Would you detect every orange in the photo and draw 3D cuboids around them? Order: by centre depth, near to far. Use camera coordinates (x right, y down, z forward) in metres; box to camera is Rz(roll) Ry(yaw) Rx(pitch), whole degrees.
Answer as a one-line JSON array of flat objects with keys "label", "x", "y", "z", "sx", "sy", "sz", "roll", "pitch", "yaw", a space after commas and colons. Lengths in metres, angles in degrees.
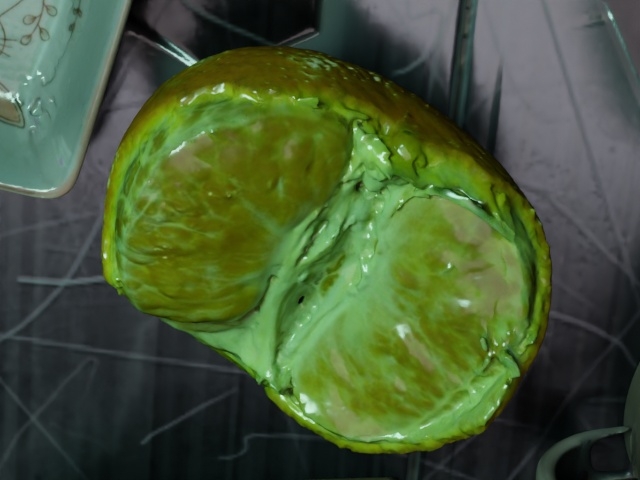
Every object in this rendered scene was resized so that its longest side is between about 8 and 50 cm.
[{"label": "orange", "x": 0.002, "y": -0.001, "z": 0.826, "sx": 0.237, "sy": 0.158, "sz": 0.179, "roll": 29, "pitch": 110, "yaw": -8}]

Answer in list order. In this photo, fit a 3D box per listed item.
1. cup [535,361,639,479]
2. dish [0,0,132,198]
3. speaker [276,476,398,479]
[{"label": "cup", "x": 0.247, "y": 0.139, "z": 0.851, "sx": 0.253, "sy": 0.200, "sz": 0.191, "roll": -6, "pitch": 109, "yaw": 3}, {"label": "dish", "x": -0.171, "y": -0.152, "z": 0.826, "sx": 0.154, "sy": 0.064, "sz": 0.234, "roll": 18, "pitch": 109, "yaw": -6}, {"label": "speaker", "x": -0.061, "y": 0.244, "z": 0.916, "sx": 0.231, "sy": 0.153, "sz": 0.192, "roll": -2, "pitch": 108, "yaw": 1}]
